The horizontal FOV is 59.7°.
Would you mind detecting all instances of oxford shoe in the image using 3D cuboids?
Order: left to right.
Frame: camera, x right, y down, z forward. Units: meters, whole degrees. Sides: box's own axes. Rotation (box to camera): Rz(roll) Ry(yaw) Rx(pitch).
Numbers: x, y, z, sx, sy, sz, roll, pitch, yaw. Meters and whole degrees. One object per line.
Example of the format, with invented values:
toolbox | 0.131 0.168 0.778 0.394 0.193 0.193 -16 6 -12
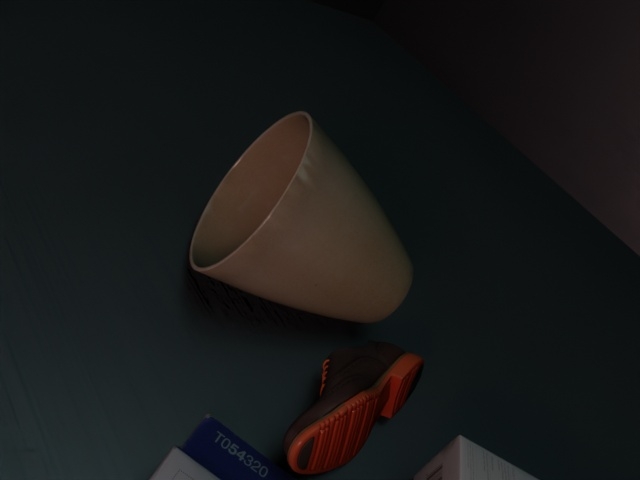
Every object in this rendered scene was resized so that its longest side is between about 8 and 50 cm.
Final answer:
oxford shoe | 0.029 0.198 0.699 0.098 0.097 0.271 27 22 29

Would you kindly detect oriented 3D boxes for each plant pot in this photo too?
plant pot | 0.000 0.000 0.806 0.274 0.256 0.257 35 28 -27

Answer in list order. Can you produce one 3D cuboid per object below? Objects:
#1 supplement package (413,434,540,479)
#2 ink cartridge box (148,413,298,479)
supplement package | 0.205 0.330 0.640 0.179 0.105 0.105 31 31 -3
ink cartridge box | -0.041 0.330 0.462 0.324 0.071 0.330 34 33 3
